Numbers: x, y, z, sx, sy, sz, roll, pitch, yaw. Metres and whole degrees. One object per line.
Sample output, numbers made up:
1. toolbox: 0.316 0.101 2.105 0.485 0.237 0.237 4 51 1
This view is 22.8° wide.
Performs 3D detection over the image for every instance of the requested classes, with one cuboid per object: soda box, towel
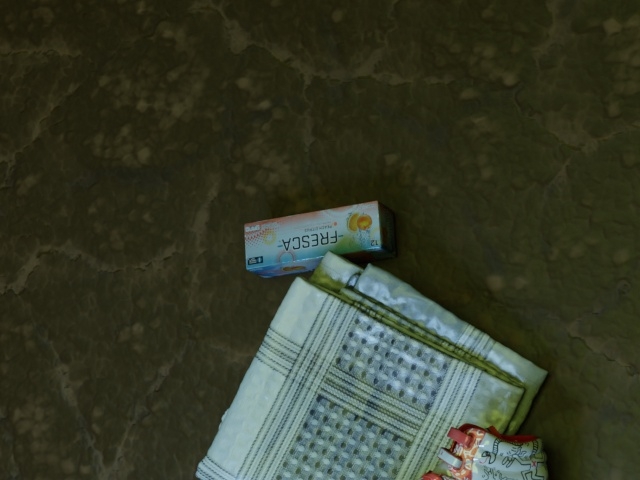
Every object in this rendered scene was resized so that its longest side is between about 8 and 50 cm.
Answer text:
1. soda box: 0.000 0.000 1.960 0.183 0.058 0.063 -9 74 22
2. towel: 0.057 0.208 1.849 0.312 0.056 0.324 29 88 13

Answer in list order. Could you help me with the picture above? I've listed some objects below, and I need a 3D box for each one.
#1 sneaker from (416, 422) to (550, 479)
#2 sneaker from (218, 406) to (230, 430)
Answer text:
1. sneaker: 0.125 0.279 1.763 0.270 0.090 0.145 -3 90 -6
2. sneaker: -0.046 0.205 1.926 0.170 0.068 0.071 -29 73 14
